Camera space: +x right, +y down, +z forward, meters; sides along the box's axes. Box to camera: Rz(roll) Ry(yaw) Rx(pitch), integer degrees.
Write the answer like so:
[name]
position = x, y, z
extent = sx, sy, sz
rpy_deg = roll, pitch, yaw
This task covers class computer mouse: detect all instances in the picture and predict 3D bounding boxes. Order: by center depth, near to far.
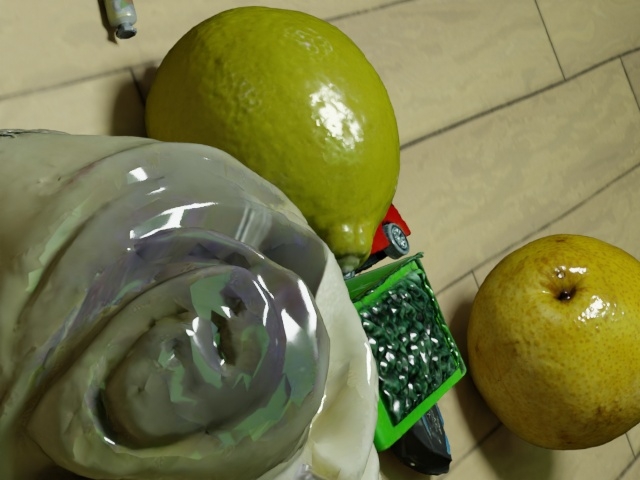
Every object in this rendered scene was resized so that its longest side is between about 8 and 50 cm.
[computer mouse]
position = 0.080, 0.163, 1.702
extent = 0.135, 0.047, 0.079
rpy_deg = 46, 27, -59

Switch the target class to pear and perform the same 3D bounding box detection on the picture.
[pear]
position = 0.236, 0.093, 1.873
extent = 0.209, 0.209, 0.209
rpy_deg = 41, 38, -44

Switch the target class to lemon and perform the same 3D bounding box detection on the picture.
[lemon]
position = -0.031, -0.077, 1.483
extent = 0.248, 0.184, 0.184
rpy_deg = 51, 18, 26

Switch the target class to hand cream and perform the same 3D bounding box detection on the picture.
[hand cream]
position = -0.162, -0.204, 1.521
extent = 0.035, 0.022, 0.102
rpy_deg = 12, 57, -54

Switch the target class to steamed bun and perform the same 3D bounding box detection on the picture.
[steamed bun]
position = -0.101, 0.091, 1.114
extent = 0.394, 0.237, 0.346
rpy_deg = 53, 47, -8

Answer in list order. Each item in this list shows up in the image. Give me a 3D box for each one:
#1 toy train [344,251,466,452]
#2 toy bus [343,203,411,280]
[toy train]
position = -0.012, 0.104, 1.410
extent = 0.132, 0.188, 0.243
rpy_deg = 66, 27, -4
[toy bus]
position = 0.000, 0.000, 1.627
extent = 0.089, 0.081, 0.195
rpy_deg = 61, 26, 2
